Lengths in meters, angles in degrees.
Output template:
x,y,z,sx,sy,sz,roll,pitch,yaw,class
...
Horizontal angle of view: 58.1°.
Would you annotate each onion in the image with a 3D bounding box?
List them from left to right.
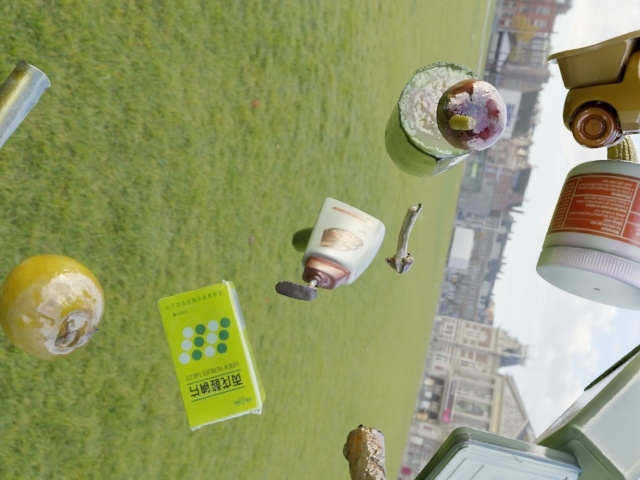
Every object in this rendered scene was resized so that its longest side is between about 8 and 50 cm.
x,y,z,sx,sy,sz,roll,pitch,yaw,class
0.321,-0.281,1.262,0.194,0.159,0.160,11,90,-55,onion

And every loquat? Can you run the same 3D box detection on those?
x,y,z,sx,sy,sz,roll,pitch,yaw,class
-0.613,0.146,1.307,0.244,0.243,0.244,11,90,-77,loquat

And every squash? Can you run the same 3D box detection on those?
x,y,z,sx,sy,sz,roll,pitch,yaw,class
-0.001,-0.001,1.716,0.331,0.087,0.087,2,-101,67,squash
0.325,-0.326,1.637,0.384,0.262,0.263,24,77,-88,squash

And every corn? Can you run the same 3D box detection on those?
x,y,z,sx,sy,sz,roll,pitch,yaw,class
0.269,-0.223,1.094,0.083,0.028,0.027,-133,-125,-71,corn
0.778,-0.161,1.475,0.080,0.080,0.231,28,57,-76,corn

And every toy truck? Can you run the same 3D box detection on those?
x,y,z,sx,sy,sz,roll,pitch,yaw,class
0.597,-0.284,1.115,0.204,0.287,0.212,-17,104,-54,toy truck

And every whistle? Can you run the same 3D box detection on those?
x,y,z,sx,sy,sz,roll,pitch,yaw,class
-0.642,-0.200,1.111,0.327,0.067,0.057,-57,-179,-5,whistle

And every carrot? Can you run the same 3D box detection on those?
x,y,z,sx,sy,sz,roll,pitch,yaw,class
0.112,0.554,1.298,0.263,0.101,0.102,-93,-178,-51,carrot

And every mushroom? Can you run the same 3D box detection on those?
x,y,z,sx,sy,sz,roll,pitch,yaw,class
0.199,-0.005,1.351,0.061,0.060,0.187,-19,129,-39,mushroom

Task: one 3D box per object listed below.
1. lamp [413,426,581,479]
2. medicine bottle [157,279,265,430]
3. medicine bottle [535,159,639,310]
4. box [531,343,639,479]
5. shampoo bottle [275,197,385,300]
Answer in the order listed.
x,y,z,sx,sy,sz,roll,pitch,yaw,class
0.342,0.488,1.162,0.047,0.266,0.269,-86,-166,-52,lamp
-0.199,0.209,1.082,0.141,0.137,0.250,119,-44,-82,medicine bottle
0.602,-0.010,1.183,0.252,0.252,0.241,53,59,-72,medicine bottle
0.635,0.413,1.259,0.343,0.177,0.352,-30,154,-26,box
0.018,0.026,1.106,0.284,0.153,0.071,-52,166,-52,shampoo bottle
